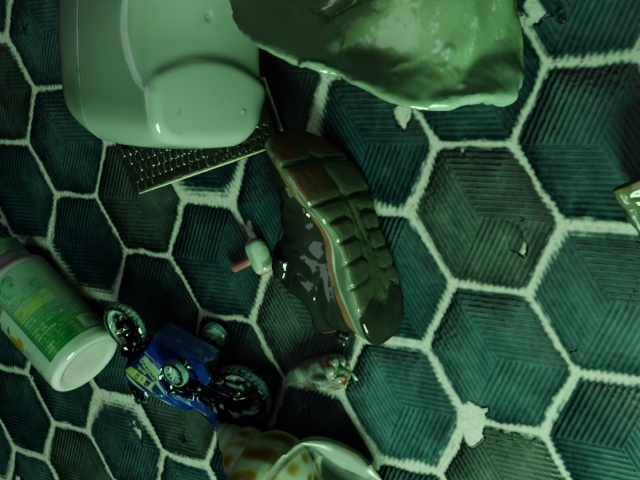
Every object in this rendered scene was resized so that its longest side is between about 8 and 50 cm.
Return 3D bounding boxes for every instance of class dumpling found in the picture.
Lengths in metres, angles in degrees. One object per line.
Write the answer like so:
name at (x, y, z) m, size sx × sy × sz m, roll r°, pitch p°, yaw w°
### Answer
dumpling at (0.070, -0.259, 0.988) m, size 0.320 × 0.212 × 0.270 m, roll 30°, pitch 85°, yaw 42°

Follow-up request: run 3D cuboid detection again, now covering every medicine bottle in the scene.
medicine bottle at (-0.472, 0.114, 1.554) m, size 0.274 × 0.133 × 0.133 m, roll 43°, pitch 126°, yaw 20°

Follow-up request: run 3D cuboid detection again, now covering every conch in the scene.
conch at (-0.037, 0.341, 1.274) m, size 0.275 × 0.183 × 0.149 m, roll 38°, pitch 167°, yaw 3°

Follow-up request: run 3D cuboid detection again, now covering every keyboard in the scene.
keyboard at (-0.178, -0.146, 1.315) m, size 0.317 × 0.027 × 0.106 m, roll -15°, pitch 96°, yaw 40°

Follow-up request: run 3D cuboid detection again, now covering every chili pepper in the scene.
chili pepper at (0.000, 0.183, 1.275) m, size 0.153 × 0.041 × 0.050 m, roll -22°, pitch 70°, yaw 55°

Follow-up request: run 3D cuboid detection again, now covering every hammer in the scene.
hammer at (-0.101, 0.030, 1.311) m, size 0.083 × 0.031 × 0.053 m, roll -25°, pitch 85°, yaw 46°

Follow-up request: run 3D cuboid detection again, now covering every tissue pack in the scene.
tissue pack at (-0.200, -0.284, 1.147) m, size 0.236 × 0.229 × 0.333 m, roll 17°, pitch 106°, yaw 39°

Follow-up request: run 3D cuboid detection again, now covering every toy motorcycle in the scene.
toy motorcycle at (-0.202, 0.208, 1.397) m, size 0.315 × 0.113 × 0.169 m, roll 26°, pitch 129°, yaw 19°

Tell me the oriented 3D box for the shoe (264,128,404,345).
shoe at (0.000, 0.000, 1.178) m, size 0.137 × 0.114 × 0.291 m, roll -17°, pitch 97°, yaw 45°

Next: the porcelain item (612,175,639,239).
porcelain item at (0.370, 0.031, 0.924) m, size 0.081 × 0.069 × 0.216 m, roll -23°, pitch 89°, yaw 28°
